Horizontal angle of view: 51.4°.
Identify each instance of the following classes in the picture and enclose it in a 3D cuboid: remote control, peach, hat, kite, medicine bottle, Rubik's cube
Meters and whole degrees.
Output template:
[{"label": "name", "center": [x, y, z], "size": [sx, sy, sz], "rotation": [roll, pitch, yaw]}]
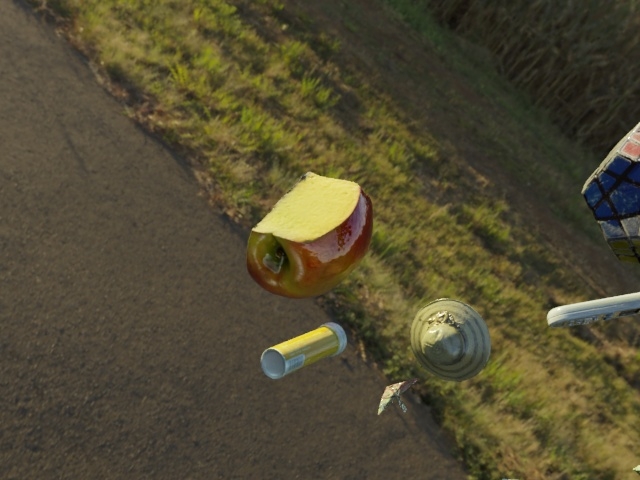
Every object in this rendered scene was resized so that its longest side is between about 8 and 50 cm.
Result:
[{"label": "remote control", "center": [0.646, 0.159, 1.531], "size": [0.087, 0.244, 0.047], "rotation": [60, 20, -64]}, {"label": "peach", "center": [0.000, 0.000, 1.697], "size": [0.242, 0.306, 0.380], "rotation": [20, 42, 16]}, {"label": "hat", "center": [0.348, 0.295, 1.901], "size": [0.252, 0.252, 0.110], "rotation": [50, 26, 20]}, {"label": "kite", "center": [0.197, 0.394, 1.679], "size": [0.005, 0.137, 0.152], "rotation": [52, -9, -17]}, {"label": "medicine bottle", "center": [-0.032, 0.225, 1.368], "size": [0.074, 0.074, 0.218], "rotation": [49, 29, 19]}, {"label": "Rubik's cube", "center": [0.711, -0.095, 1.393], "size": [0.264, 0.319, 0.319], "rotation": [-7, 50, -35]}]

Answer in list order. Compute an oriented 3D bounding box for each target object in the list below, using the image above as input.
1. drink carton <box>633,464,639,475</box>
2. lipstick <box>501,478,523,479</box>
[{"label": "drink carton", "center": [0.482, 0.242, 0.814], "size": [0.146, 0.142, 0.144], "rotation": [7, -21, 42]}, {"label": "lipstick", "center": [0.580, 0.627, 1.589], "size": [0.317, 0.068, 0.066], "rotation": [10, 10, -13]}]
